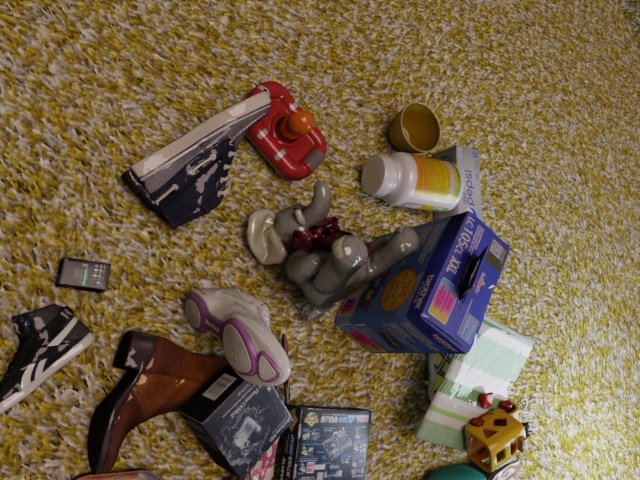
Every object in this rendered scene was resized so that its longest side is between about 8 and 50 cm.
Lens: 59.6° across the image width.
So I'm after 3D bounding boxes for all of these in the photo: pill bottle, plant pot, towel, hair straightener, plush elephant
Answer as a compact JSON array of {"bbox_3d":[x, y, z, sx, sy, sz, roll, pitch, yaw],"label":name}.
[{"bbox_3d":[0.233,-0.151,1.431,0.246,0.136,0.136,6,79,-30],"label":"pill bottle"},{"bbox_3d":[0.236,-0.286,1.480,0.134,0.095,0.134,6,78,-31],"label":"plant pot"},{"bbox_3d":[0.377,0.350,1.354,0.248,0.038,0.324,27,89,-34],"label":"towel"},{"bbox_3d":[-0.108,0.319,1.209,0.089,0.047,0.230,-4,89,-10],"label":"hair straightener"},{"bbox_3d":[0.000,0.000,1.212,0.272,0.330,0.255,-13,66,-45],"label":"plush elephant"}]

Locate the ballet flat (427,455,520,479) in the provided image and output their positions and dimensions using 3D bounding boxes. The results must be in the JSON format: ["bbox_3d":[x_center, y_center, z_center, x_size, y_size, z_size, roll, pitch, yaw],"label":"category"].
[{"bbox_3d":[0.399,0.621,1.424,0.316,0.108,0.106,-4,98,-31],"label":"ballet flat"}]

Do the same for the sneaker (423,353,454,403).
[{"bbox_3d":[0.355,0.301,1.421,0.145,0.147,0.384,-8,89,-34],"label":"sneaker"}]

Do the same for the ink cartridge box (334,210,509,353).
[{"bbox_3d":[0.236,0.100,1.237,0.151,0.395,0.270,39,64,-20],"label":"ink cartridge box"}]

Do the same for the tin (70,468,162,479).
[{"bbox_3d":[-0.378,0.474,1.014,0.190,0.040,0.106,8,73,-30],"label":"tin"}]

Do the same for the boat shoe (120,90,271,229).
[{"bbox_3d":[-0.220,-0.161,1.152,0.341,0.127,0.158,-34,106,-11],"label":"boat shoe"}]

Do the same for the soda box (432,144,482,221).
[{"bbox_3d":[0.374,-0.108,1.532,0.091,0.098,0.286,7,79,-31],"label":"soda box"}]

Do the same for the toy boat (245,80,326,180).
[{"bbox_3d":[-0.068,-0.255,1.258,0.231,0.151,0.151,49,61,-15],"label":"toy boat"}]

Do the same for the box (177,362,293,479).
[{"bbox_3d":[-0.159,0.337,1.079,0.156,0.093,0.158,-42,120,-32],"label":"box"}]

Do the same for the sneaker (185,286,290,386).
[{"bbox_3d":[-0.134,0.163,1.075,0.152,0.305,0.114,-8,118,-39],"label":"sneaker"}]

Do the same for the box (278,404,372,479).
[{"bbox_3d":[0.015,0.453,1.219,0.220,0.051,0.175,16,75,-40],"label":"box"}]

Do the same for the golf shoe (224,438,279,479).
[{"bbox_3d":[-0.127,0.457,1.155,0.086,0.067,0.186,41,73,-40],"label":"golf shoe"}]

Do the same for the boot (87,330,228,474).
[{"bbox_3d":[-0.283,0.332,1.087,0.280,0.096,0.264,26,62,-33],"label":"boot"}]

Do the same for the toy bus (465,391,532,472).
[{"bbox_3d":[0.445,0.468,1.342,0.191,0.104,0.202,30,87,-33],"label":"toy bus"}]

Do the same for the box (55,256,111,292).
[{"bbox_3d":[-0.437,0.064,1.032,0.083,0.062,0.052,11,75,-30],"label":"box"}]

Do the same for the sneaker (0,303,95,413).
[{"bbox_3d":[-0.514,0.195,0.961,0.121,0.079,0.217,53,52,-9],"label":"sneaker"}]
